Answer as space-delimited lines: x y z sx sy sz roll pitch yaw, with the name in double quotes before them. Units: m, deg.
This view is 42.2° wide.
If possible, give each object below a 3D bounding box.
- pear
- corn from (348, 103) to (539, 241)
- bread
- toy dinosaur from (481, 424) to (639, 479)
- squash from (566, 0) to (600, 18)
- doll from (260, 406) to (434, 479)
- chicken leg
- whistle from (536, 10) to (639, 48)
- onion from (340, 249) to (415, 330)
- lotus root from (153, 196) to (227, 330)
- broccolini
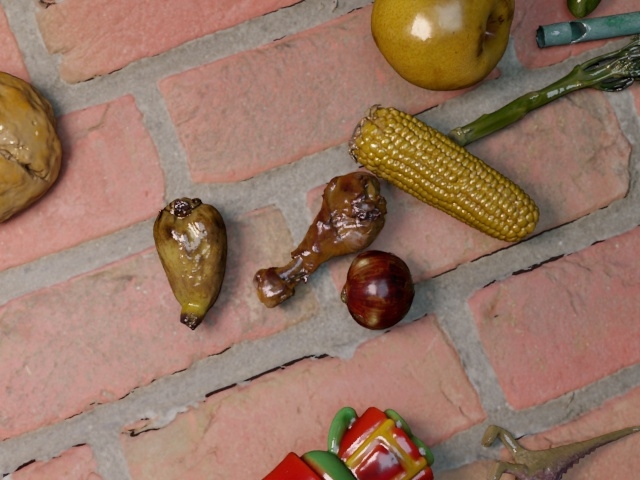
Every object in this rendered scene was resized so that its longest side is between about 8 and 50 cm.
"pear" 0.173 -0.325 1.227 0.208 0.209 0.209 0 82 -3
"corn" 0.186 -0.097 1.238 0.305 0.106 0.106 31 81 1
"bread" -0.500 -0.143 1.199 0.244 0.134 0.245 0 84 -1
"toy dinosaur" 0.333 0.337 1.210 0.199 0.072 0.251 32 69 -8
"squash" 0.457 -0.473 1.324 0.069 0.069 0.258 26 82 1
"doll" -0.008 0.380 1.129 0.363 0.160 0.183 -38 86 -7
"chicken leg" 0.002 0.002 1.231 0.251 0.087 0.107 -44 51 -1
"whistle" 0.438 -0.335 1.318 0.186 0.039 0.039 -9 82 -5
"onion" 0.082 0.072 1.209 0.118 0.118 0.117 -14 87 -5
"lotus root" -0.187 0.033 1.212 0.108 0.094 0.191 -6 90 20
"broccolini" 0.382 -0.227 1.279 0.392 0.074 0.079 -27 77 -8
